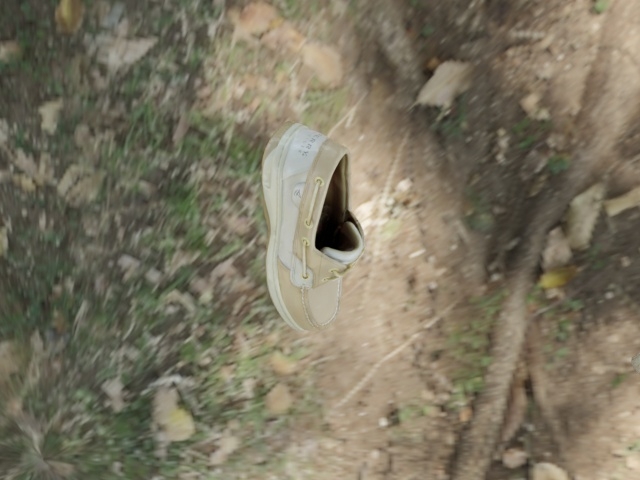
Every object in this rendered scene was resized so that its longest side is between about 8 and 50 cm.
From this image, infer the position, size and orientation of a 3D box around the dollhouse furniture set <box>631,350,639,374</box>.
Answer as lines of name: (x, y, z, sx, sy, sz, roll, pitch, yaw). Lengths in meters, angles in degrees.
dollhouse furniture set: (0.375, 0.122, 1.184, 0.161, 0.212, 0.242, -33, 81, -36)

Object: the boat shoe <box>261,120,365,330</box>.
boat shoe: (0.000, 0.000, 1.096, 0.059, 0.170, 0.063, 17, 47, 26)
